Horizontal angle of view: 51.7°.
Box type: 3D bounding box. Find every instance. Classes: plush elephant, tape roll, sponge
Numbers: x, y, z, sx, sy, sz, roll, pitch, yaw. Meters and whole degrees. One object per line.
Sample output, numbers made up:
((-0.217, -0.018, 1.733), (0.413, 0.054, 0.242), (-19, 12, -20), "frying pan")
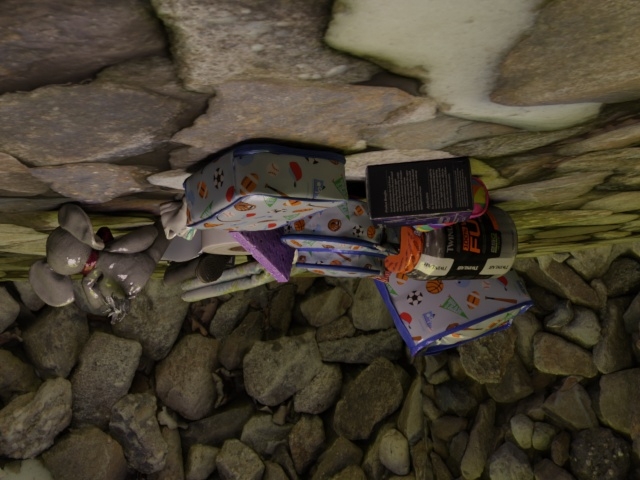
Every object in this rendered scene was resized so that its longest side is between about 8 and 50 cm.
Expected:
((-0.539, 0.037, 1.579), (0.272, 0.255, 0.330), (-46, -163, 16), "plush elephant")
((-0.169, -0.026, 1.720), (0.286, 0.100, 0.286), (-4, 172, -1), "tape roll")
((-0.125, -0.006, 1.497), (0.031, 0.117, 0.210), (-10, 141, 28), "sponge")

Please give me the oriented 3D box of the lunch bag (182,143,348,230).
((-0.103, -0.090, 1.223), (0.243, 0.115, 0.303), (-1, 172, -37), "lunch bag")

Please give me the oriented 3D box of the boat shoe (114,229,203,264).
((-0.442, 0.015, 1.863), (0.306, 0.113, 0.105), (-12, 179, 15), "boat shoe")

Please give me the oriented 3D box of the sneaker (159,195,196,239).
((-0.294, -0.049, 1.503), (0.080, 0.094, 0.212), (4, 169, -39), "sneaker")

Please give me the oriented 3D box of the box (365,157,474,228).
((0.200, -0.092, 1.345), (0.206, 0.108, 0.153), (-5, 173, 9), "box")

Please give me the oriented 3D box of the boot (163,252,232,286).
((-0.362, 0.084, 1.843), (0.208, 0.076, 0.190), (-15, -164, 25), "boot")

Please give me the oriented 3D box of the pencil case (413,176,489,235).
((0.285, -0.080, 1.530), (0.104, 0.105, 0.236), (0, 171, -23), "pencil case")

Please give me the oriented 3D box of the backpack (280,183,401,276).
((0.035, -0.019, 1.522), (0.276, 0.213, 0.263), (-5, 163, 32), "backpack")

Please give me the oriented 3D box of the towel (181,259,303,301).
((-0.239, 0.116, 2.208), (0.374, 0.090, 0.320), (-15, -178, 29), "towel")

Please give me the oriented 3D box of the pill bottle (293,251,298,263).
((-0.059, 0.017, 2.052), (0.186, 0.112, 0.112), (-1, 172, -20), "pill bottle")

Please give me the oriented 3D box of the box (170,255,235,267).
((-0.365, 0.035, 2.052), (0.158, 0.093, 0.156), (12, 166, -30), "box")

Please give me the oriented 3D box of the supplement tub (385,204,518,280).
((0.338, 0.004, 1.765), (0.337, 0.207, 0.207), (0, 172, -28), "supplement tub")

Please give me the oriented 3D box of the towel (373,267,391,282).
((0.065, 0.032, 1.872), (0.236, 0.037, 0.329), (11, -165, -5), "towel")

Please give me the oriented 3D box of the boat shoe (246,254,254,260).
((-0.199, 0.021, 2.172), (0.081, 0.069, 0.227), (-15, 179, -25), "boat shoe")

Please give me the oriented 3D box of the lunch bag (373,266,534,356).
((0.372, 0.149, 1.988), (0.385, 0.328, 0.239), (-16, 153, -19), "lunch bag")
